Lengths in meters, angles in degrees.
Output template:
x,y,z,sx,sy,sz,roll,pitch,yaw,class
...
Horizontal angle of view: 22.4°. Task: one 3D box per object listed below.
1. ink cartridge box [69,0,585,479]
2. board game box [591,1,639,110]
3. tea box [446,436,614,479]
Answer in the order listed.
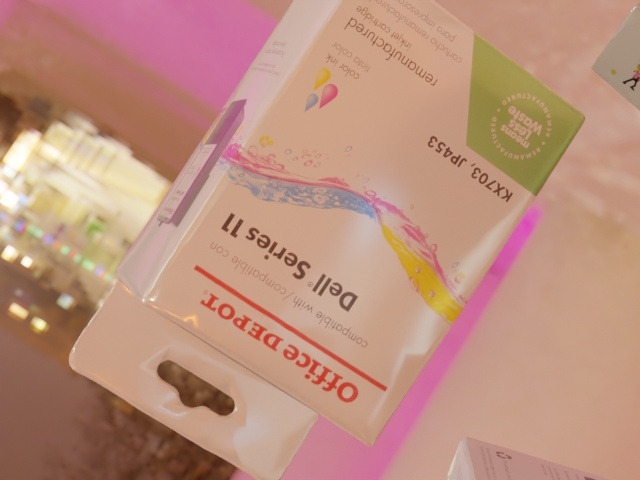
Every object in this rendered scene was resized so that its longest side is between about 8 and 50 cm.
x,y,z,sx,sy,sz,roll,pitch,yaw,class
0.000,0.000,1.150,0.207,0.353,0.119,33,178,-19,ink cartridge box
0.452,-0.197,1.685,0.224,0.303,0.097,43,136,9,board game box
0.197,0.408,1.528,0.220,0.323,0.329,16,-169,-3,tea box
